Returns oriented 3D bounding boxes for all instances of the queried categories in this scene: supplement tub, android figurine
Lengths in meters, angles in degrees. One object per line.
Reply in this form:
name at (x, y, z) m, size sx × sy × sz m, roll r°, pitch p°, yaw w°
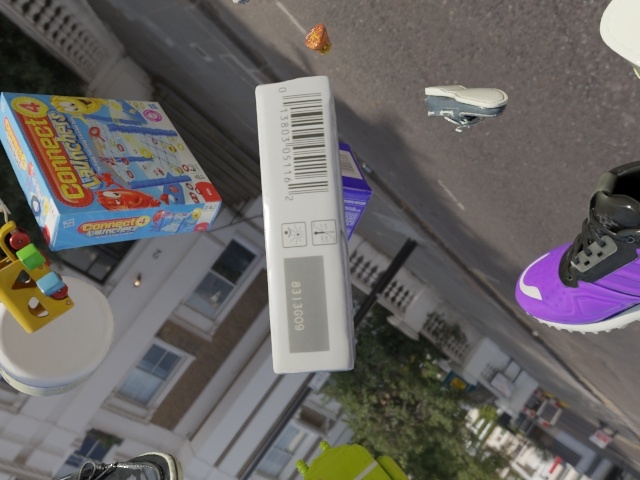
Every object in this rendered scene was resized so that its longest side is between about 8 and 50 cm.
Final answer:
supplement tub at (-0.613, 0.230, 1.189) m, size 0.235 × 0.235 × 0.325 m, roll 37°, pitch 147°, yaw -11°
android figurine at (0.066, 0.498, 0.958) m, size 0.273 × 0.248 × 0.056 m, roll 43°, pitch 143°, yaw 25°

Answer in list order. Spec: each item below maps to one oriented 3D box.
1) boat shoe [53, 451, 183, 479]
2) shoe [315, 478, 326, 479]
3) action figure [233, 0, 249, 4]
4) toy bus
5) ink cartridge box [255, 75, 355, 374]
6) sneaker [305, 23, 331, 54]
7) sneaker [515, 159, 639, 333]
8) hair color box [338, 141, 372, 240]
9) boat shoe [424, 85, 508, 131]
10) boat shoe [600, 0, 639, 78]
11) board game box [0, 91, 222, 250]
boat shoe at (-0.534, 0.637, 1.261) m, size 0.156 × 0.500 × 0.187 m, roll 30°, pitch -135°, yaw -51°
shoe at (-0.033, 0.422, 0.811) m, size 0.178 × 0.063 × 0.081 m, roll 6°, pitch -174°, yaw -9°
action figure at (-0.180, -0.542, 0.976) m, size 0.276 × 0.141 × 0.164 m, roll -12°, pitch 176°, yaw 21°
toy bus at (-0.502, 0.054, 0.850) m, size 0.202 × 0.104 × 0.191 m, roll 44°, pitch 156°, yaw 19°
ink cartridge box at (0.000, 0.000, 0.712) m, size 0.091 × 0.308 × 0.385 m, roll -6°, pitch 174°, yaw 6°
sneaker at (0.003, -0.498, 1.293) m, size 0.067 × 0.064 × 0.175 m, roll 43°, pitch -160°, yaw -18°
sneaker at (0.269, -0.003, 0.448) m, size 0.146 × 0.102 × 0.293 m, roll 34°, pitch 152°, yaw -17°
hair color box at (-0.011, -0.041, 1.201) m, size 0.110 × 0.339 × 0.185 m, roll 7°, pitch -140°, yaw -24°
boat shoe at (0.302, -0.282, 1.103) m, size 0.254 × 0.095 × 0.079 m, roll -143°, pitch 42°, yaw -58°
boat shoe at (0.435, -0.168, 0.558) m, size 0.091 × 0.109 × 0.305 m, roll 6°, pitch -133°, yaw -41°
board game box at (-0.391, -0.140, 0.971) m, size 0.302 × 0.086 × 0.308 m, roll -11°, pitch -124°, yaw -45°
